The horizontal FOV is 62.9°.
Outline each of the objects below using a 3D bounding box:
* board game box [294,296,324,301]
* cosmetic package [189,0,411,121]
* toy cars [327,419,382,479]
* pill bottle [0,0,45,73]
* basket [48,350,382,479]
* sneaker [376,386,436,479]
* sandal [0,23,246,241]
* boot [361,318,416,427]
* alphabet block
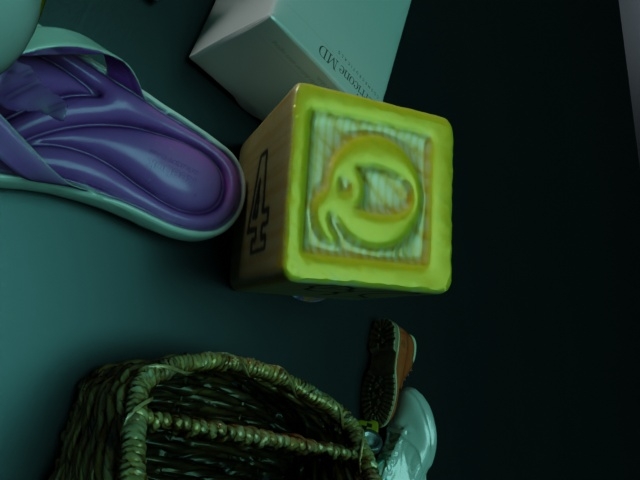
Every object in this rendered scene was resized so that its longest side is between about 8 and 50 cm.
[{"bbox_3d":[0.000,0.000,0.723,0.133,0.033,0.169,-5,89,-45],"label":"board game box"},{"bbox_3d":[0.004,-0.331,0.679,0.197,0.155,0.366,34,62,-40],"label":"cosmetic package"},{"bbox_3d":[-0.001,0.410,0.626,0.176,0.087,0.394,91,13,-70],"label":"toy cars"},{"bbox_3d":[-0.256,-0.215,0.314,0.187,0.187,0.334,27,45,-40],"label":"pill bottle"},{"bbox_3d":[-0.066,0.218,0.492,0.299,0.222,0.214,28,61,-36],"label":"basket"},{"bbox_3d":[0.111,0.327,0.774,0.094,0.080,0.213,11,79,-31],"label":"sneaker"},{"bbox_3d":[-0.227,-0.117,0.461,0.416,0.102,0.170,18,71,-40],"label":"sandal"},{"bbox_3d":[0.111,0.207,0.796,0.084,0.059,0.158,32,63,-43],"label":"boot"},{"bbox_3d":[0.016,-0.035,0.594,0.192,0.197,0.194,5,80,-24],"label":"alphabet block"}]
